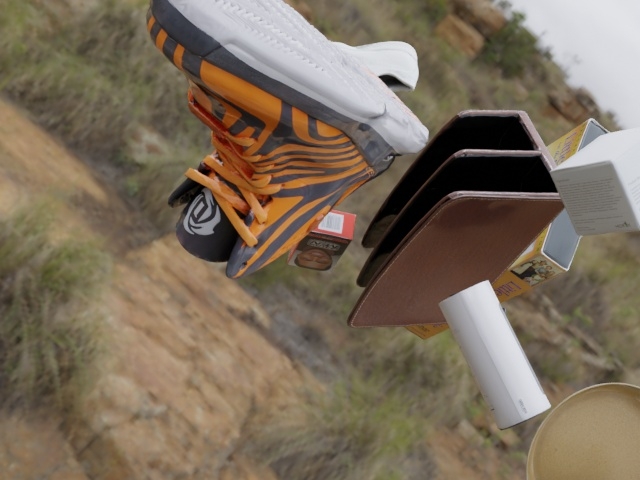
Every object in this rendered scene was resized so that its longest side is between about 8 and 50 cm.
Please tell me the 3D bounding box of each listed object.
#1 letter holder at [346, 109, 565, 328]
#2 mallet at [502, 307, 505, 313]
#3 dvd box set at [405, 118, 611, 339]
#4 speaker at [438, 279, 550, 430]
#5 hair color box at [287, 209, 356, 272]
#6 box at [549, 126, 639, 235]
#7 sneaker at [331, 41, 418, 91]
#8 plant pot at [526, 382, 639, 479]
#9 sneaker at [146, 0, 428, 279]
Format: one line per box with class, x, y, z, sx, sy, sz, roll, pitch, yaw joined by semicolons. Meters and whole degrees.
letter holder;0.150;-0.023;1.399;0.214;0.302;0.152;-2;55;-32
mallet;0.207;0.104;1.689;0.190;0.062;0.039;23;-1;-4
dvd box set;0.326;-0.010;1.846;0.062;0.307;0.420;35;-33;-12
speaker;0.164;0.108;0.986;0.136;0.055;0.055;65;11;10
hair color box;0.000;0.000;1.528;0.072;0.043;0.141;12;-23;-8
box;0.336;-0.067;1.159;0.102;0.101;0.087;-6;-66;59
sneaker;0.037;-0.237;1.511;0.080;0.212;0.094;75;11;-48
plant pot;0.401;0.312;1.487;0.236;0.236;0.032;43;1;-16
sneaker;-0.046;-0.057;0.699;0.124;0.180;0.321;51;13;24
